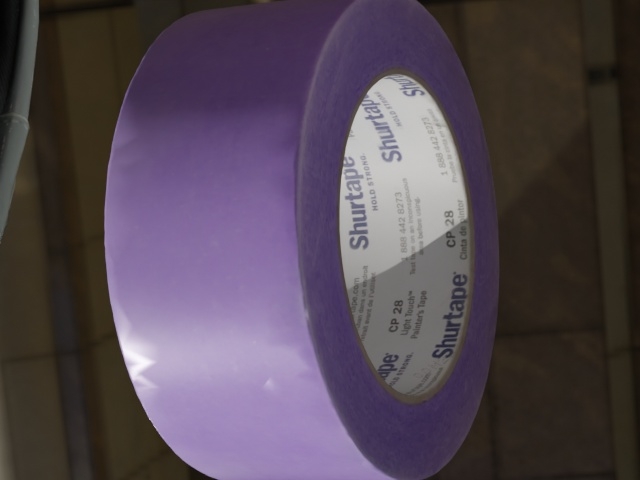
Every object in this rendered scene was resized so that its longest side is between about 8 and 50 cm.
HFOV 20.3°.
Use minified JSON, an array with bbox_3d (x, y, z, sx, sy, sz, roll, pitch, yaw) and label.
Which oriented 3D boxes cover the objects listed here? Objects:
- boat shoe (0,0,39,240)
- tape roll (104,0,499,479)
[{"bbox_3d":[-0.106,0.016,0.352,0.081,0.227,0.079,-18,138,31],"label":"boat shoe"},{"bbox_3d":[0.000,0.000,0.697,0.080,0.189,0.189,-3,-170,27],"label":"tape roll"}]
